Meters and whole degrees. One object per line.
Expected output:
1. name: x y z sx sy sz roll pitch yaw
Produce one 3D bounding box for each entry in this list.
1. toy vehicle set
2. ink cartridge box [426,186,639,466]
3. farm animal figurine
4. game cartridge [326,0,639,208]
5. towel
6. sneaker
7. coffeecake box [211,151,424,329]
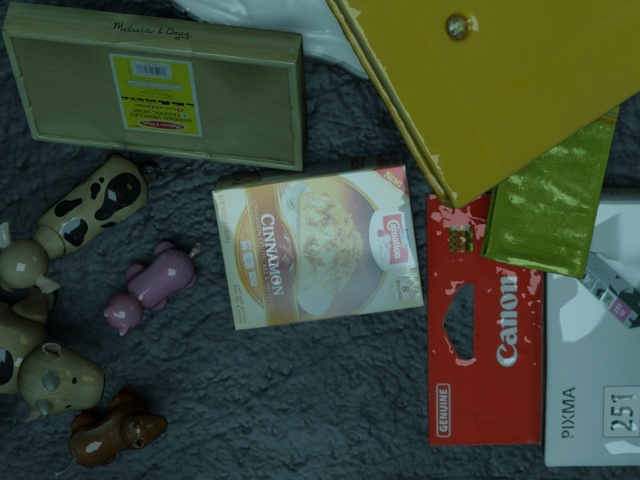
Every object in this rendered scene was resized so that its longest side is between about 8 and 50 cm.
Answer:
1. toy vehicle set: -0.147 -0.139 1.487 0.266 0.035 0.166 7 148 5
2. ink cartridge box: 0.225 0.086 1.584 0.238 0.060 0.275 -1 106 2
3. farm animal figurine: -0.279 0.084 1.547 0.326 0.172 0.330 -1 106 3
4. game cartridge: 0.179 -0.231 1.452 0.323 0.052 0.285 -33 103 -11
5. towel: 0.221 -0.089 1.514 0.102 0.021 0.237 12 88 4
6. sneaker: -0.012 -0.223 1.497 0.297 0.111 0.129 13 94 -8
7. coffeecake box: 0.000 0.000 1.565 0.185 0.068 0.142 -8 104 4
